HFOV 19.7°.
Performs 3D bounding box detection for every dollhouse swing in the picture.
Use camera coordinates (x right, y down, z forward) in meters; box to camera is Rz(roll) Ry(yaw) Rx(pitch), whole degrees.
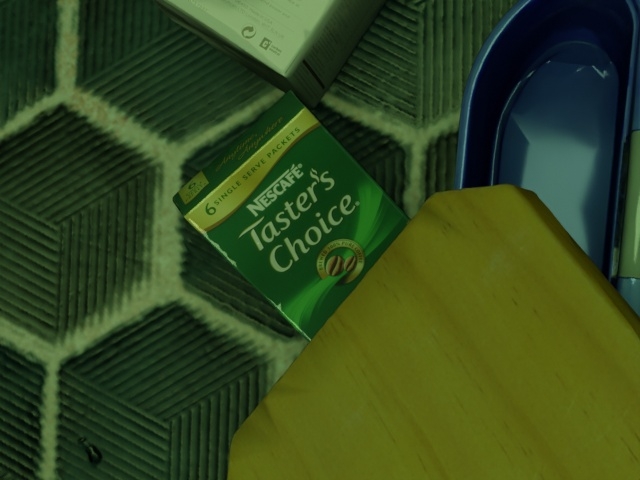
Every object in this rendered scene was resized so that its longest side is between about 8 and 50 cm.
[{"bbox_3d":[0.166,0.187,1.124,0.347,0.315,0.305,-52,37,20],"label":"dollhouse swing"}]

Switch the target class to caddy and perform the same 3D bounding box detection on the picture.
[{"bbox_3d":[0.208,-0.014,1.196,0.241,0.179,0.341,5,85,10],"label":"caddy"}]

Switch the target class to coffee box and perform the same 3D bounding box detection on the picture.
[{"bbox_3d":[0.000,0.000,1.246,0.113,0.040,0.184,-41,117,3],"label":"coffee box"}]

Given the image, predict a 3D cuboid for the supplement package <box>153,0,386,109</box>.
[{"bbox_3d":[0.000,-0.236,1.273,0.134,0.139,0.244,33,89,10],"label":"supplement package"}]
